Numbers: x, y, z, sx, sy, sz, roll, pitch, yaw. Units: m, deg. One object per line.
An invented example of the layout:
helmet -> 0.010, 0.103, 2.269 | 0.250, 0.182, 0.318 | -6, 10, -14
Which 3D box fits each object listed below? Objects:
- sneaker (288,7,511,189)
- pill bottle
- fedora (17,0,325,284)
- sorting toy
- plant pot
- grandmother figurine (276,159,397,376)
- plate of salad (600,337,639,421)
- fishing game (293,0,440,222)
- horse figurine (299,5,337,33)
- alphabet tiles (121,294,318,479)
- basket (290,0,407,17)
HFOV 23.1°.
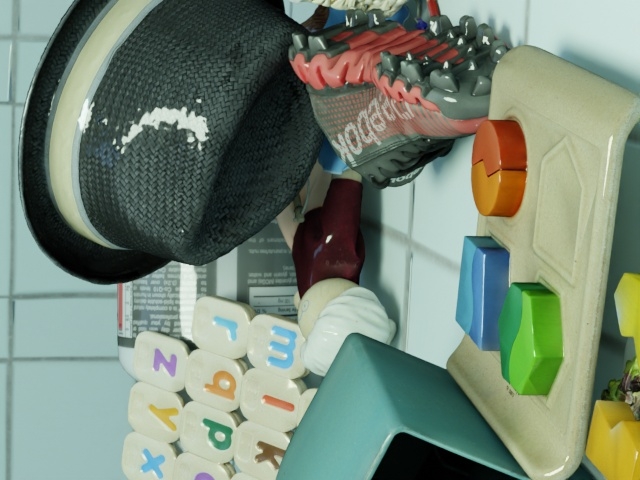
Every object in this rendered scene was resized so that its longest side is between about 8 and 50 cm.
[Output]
sneaker -> 0.073, -0.102, 1.214 | 0.276, 0.098, 0.135 | 20, 132, 61
pill bottle -> -0.121, 0.052, 1.738 | 0.210, 0.210, 0.362 | -179, 90, -76
fedora -> -0.101, -0.098, 1.356 | 0.152, 0.334, 0.334 | 24, 119, 35
sorting toy -> 0.133, 0.018, 0.913 | 0.307, 0.041, 0.229 | -126, 43, -71
plant pot -> 0.059, 0.167, 1.051 | 0.165, 0.166, 0.234 | -62, 18, 14
grandmother figurine -> 0.000, 0.000, 1.497 | 0.342, 0.104, 0.207 | -102, 10, -48
plate of salad -> 0.192, 0.101, 0.829 | 0.200, 0.048, 0.199 | 180, 90, -76
fishing game -> 0.021, -0.154, 1.401 | 0.264, 0.041, 0.189 | -49, 39, 43
horse figurine -> 0.019, -0.321, 1.492 | 0.174, 0.066, 0.263 | 172, 100, -82
alphabet tiles -> -0.083, 0.204, 1.601 | 0.278, 0.021, 0.284 | 15, 105, 29
basket -> 0.043, -0.263, 1.263 | 0.167, 0.103, 0.113 | 143, 136, -64
